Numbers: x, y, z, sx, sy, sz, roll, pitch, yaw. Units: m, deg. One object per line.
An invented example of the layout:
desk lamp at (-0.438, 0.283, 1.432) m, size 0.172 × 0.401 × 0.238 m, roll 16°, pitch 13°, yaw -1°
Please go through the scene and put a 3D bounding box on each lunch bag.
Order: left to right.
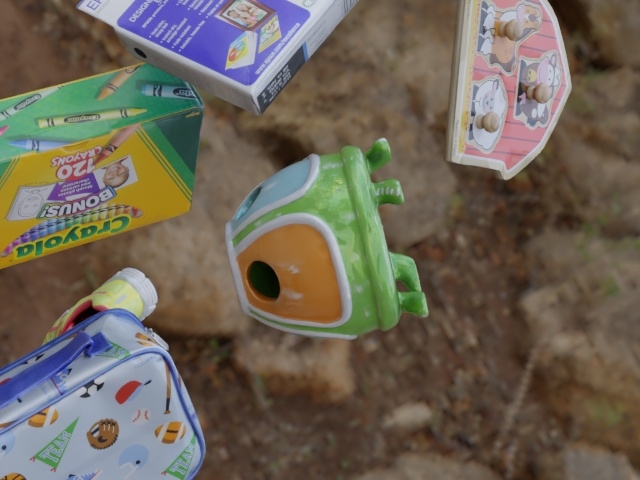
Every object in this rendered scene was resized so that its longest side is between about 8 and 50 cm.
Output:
lunch bag at (-0.277, 0.214, 1.871) m, size 0.115 × 0.303 × 0.243 m, roll 42°, pitch -22°, yaw 45°

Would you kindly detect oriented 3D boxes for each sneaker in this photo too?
sneaker at (-0.277, 0.113, 1.995) m, size 0.081 × 0.208 × 0.094 m, roll 44°, pitch 34°, yaw 3°

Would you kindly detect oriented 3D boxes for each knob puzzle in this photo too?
knob puzzle at (0.187, -0.151, 1.607) m, size 0.030 × 0.213 × 0.213 m, roll 7°, pitch -36°, yaw 38°

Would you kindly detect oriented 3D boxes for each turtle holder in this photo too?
turtle holder at (-0.003, -0.010, 2.205) m, size 0.320 × 0.227 × 0.243 m, roll -102°, pitch 178°, yaw -49°

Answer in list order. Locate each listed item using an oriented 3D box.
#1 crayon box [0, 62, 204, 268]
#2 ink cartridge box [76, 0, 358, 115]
crayon box at (-0.262, -0.070, 1.728) m, size 0.081 × 0.278 × 0.165 m, roll 58°, pitch -27°, yaw 30°
ink cartridge box at (-0.081, -0.232, 1.594) m, size 0.208 × 0.206 × 0.045 m, roll 28°, pitch -25°, yaw 23°
